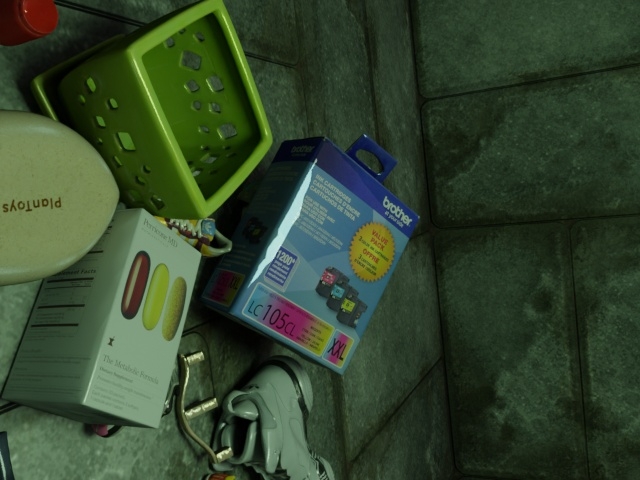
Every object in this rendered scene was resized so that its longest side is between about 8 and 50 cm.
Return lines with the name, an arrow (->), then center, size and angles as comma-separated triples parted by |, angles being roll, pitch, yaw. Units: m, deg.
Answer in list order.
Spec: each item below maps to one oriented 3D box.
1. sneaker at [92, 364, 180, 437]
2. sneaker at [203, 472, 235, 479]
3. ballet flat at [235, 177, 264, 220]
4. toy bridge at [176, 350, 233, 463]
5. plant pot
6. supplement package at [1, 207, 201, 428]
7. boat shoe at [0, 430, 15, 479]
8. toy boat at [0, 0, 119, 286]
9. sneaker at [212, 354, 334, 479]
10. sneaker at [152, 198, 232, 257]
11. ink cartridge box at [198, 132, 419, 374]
sneaker -> -0.252, 0.234, 0.880 | 0.170, 0.063, 0.075 | -49, 124, -62
sneaker -> -0.152, 0.474, 1.050 | 0.064, 0.067, 0.175 | -54, 135, -56
ballet flat -> -0.093, 0.053, 1.204 | 0.123, 0.123, 0.349 | -39, 122, -60
toy bridge -> -0.199, 0.273, 1.001 | 0.063, 0.026, 0.188 | -18, 93, -36
plant pot -> -0.226, -0.169, 0.830 | 0.228, 0.207, 0.227 | -60, 139, -50
supplement package -> -0.267, 0.099, 0.787 | 0.139, 0.133, 0.244 | 47, 45, -53
boat shoe -> -0.357, 0.340, 0.568 | 0.158, 0.127, 0.341 | 1, 85, -57
toy boat -> -0.348, -0.111, 0.673 | 0.267, 0.148, 0.318 | -5, 98, -59
sneaker -> -0.088, 0.411, 1.124 | 0.210, 0.137, 0.366 | -17, 97, -62
sneaker -> -0.213, -0.028, 0.976 | 0.185, 0.084, 0.070 | 42, 50, -56
ink cartridge box -> 0.000, 0.000, 1.110 | 0.270, 0.151, 0.395 | 35, 74, -32
